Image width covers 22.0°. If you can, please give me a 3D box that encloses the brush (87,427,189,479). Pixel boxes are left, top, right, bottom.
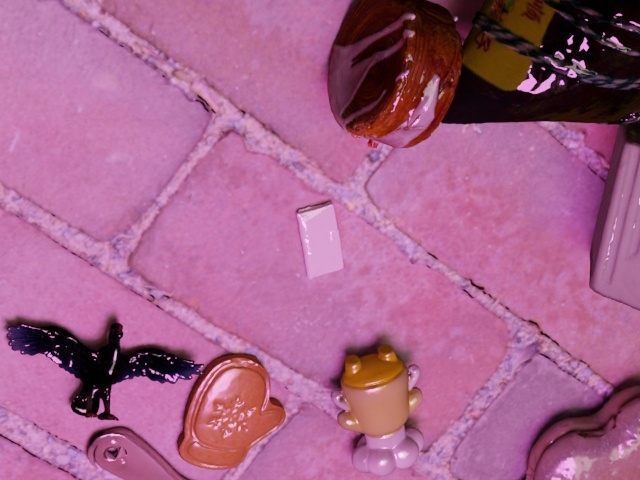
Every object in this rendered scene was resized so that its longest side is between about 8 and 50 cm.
[{"bbox_3d":[-0.131,0.302,1.839,0.313,0.067,0.072,39,96,-29],"label":"brush"}]

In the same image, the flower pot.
[{"bbox_3d":[0.417,-0.025,1.815,0.209,0.239,0.190,-17,122,-48],"label":"flower pot"}]

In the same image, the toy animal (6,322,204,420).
[{"bbox_3d":[-0.229,0.137,1.732,0.220,0.062,0.108,11,91,-24],"label":"toy animal"}]

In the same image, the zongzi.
[{"bbox_3d":[0.320,-0.250,1.591,0.319,0.362,0.383,-10,118,-30],"label":"zongzi"}]

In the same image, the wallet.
[{"bbox_3d":[0.000,0.000,1.777,0.044,0.011,0.083,-16,118,-14],"label":"wallet"}]

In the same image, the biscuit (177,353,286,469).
[{"bbox_3d":[-0.093,0.192,1.824,0.118,0.023,0.140,4,111,-23],"label":"biscuit"}]

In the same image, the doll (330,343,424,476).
[{"bbox_3d":[0.068,0.196,1.867,0.106,0.062,0.162,-16,118,-9],"label":"doll"}]

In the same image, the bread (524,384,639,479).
[{"bbox_3d":[0.357,0.278,2.000,0.337,0.102,0.183,-26,116,-6],"label":"bread"}]

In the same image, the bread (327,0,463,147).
[{"bbox_3d":[0.073,-0.171,1.646,0.073,0.160,0.160,10,110,-30],"label":"bread"}]
